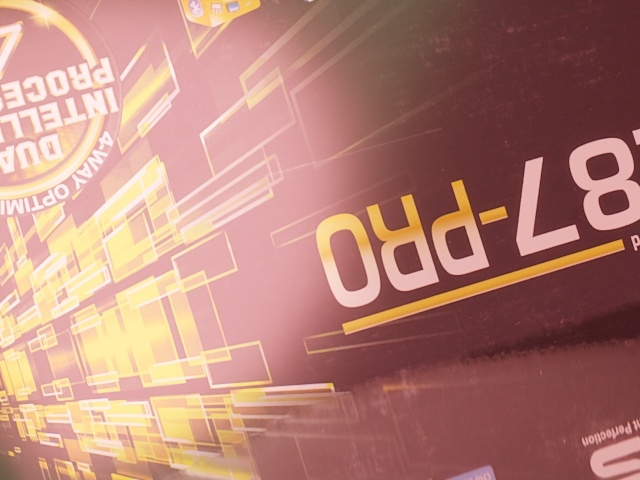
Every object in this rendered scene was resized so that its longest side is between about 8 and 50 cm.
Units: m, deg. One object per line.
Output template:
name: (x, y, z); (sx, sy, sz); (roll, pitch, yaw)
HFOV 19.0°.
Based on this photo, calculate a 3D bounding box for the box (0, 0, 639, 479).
box: (0.000, 0.000, 0.862); (0.394, 0.097, 0.318); (-15, 87, -15)
